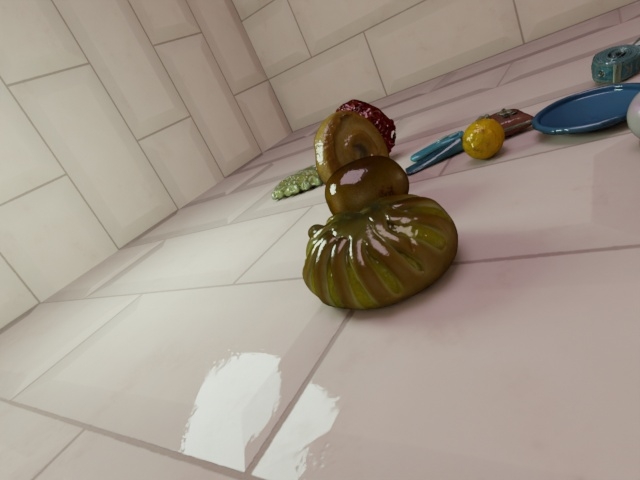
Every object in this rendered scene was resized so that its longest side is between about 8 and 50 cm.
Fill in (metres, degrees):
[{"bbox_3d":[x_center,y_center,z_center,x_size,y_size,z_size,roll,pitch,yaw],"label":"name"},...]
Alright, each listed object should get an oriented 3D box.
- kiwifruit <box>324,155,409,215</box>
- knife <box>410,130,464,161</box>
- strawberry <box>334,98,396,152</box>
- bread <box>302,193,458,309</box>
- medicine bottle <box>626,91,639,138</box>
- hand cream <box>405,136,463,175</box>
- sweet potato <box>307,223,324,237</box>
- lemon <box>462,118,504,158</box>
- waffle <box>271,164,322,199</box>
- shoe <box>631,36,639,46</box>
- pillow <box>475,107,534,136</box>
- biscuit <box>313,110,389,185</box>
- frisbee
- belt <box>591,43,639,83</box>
[{"bbox_3d":[0.131,-0.133,1.166,0.233,0.196,0.196,-21,20,-5],"label":"kiwifruit"},{"bbox_3d":[0.421,-0.345,1.546,0.221,0.032,0.064,-29,24,-6],"label":"knife"},{"bbox_3d":[0.159,-0.403,1.681,0.273,0.274,0.221,-10,41,36],"label":"strawberry"},{"bbox_3d":[0.111,0.011,0.883,0.332,0.160,0.333,-23,22,10],"label":"bread"},{"bbox_3d":[0.736,-0.235,0.777,0.130,0.131,0.341,-27,21,-4],"label":"medicine bottle"},{"bbox_3d":[0.390,-0.282,1.434,0.224,0.048,0.083,-27,19,16],"label":"hand cream"},{"bbox_3d":[0.002,-0.001,1.189,0.069,0.059,0.250,-43,22,11],"label":"sweet potato"},{"bbox_3d":[0.481,-0.302,1.258,0.114,0.114,0.155,-5,29,43],"label":"lemon"},{"bbox_3d":[-0.076,-0.278,1.938,0.308,0.056,0.292,-17,23,26],"label":"waffle"},{"bbox_3d":[1.097,-0.643,1.375,0.103,0.100,0.250,-37,26,-25],"label":"shoe"},{"bbox_3d":[0.577,-0.377,1.379,0.178,0.075,0.171,-21,22,12],"label":"pillow"},{"bbox_3d":[0.112,-0.271,1.361,0.101,0.297,0.296,-17,20,50],"label":"biscuit"},{"bbox_3d":[0.732,-0.343,1.153,0.289,0.049,0.290,-21,25,10],"label":"frisbee"},{"bbox_3d":[0.960,-0.570,1.385,0.162,0.082,0.148,-25,31,-7],"label":"belt"}]
